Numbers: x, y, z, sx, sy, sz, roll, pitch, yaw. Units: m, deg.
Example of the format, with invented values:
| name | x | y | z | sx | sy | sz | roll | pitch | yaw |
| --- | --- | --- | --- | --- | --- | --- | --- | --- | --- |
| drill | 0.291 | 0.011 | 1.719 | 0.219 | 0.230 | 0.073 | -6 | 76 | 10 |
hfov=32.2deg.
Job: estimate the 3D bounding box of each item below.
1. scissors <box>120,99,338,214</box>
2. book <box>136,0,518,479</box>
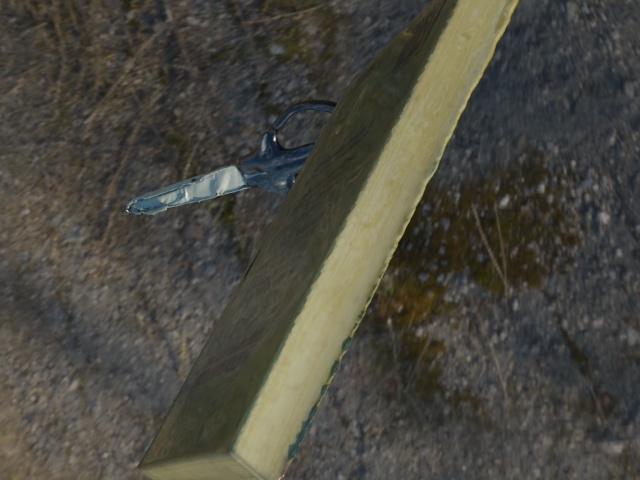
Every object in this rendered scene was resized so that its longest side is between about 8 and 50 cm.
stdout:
| name | x | y | z | sx | sy | sz | roll | pitch | yaw |
| --- | --- | --- | --- | --- | --- | --- | --- | --- | --- |
| scissors | -0.086 | -0.063 | 1.117 | 0.300 | 0.022 | 0.109 | -13 | 110 | 27 |
| book | 0.000 | 0.000 | 0.484 | 0.026 | 0.161 | 0.231 | 32 | 68 | -11 |
